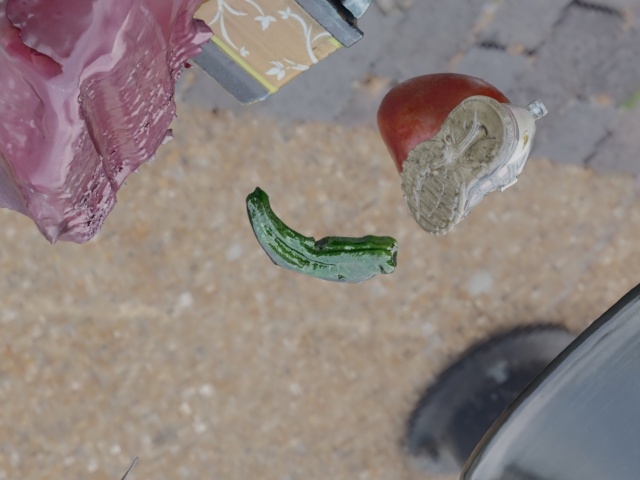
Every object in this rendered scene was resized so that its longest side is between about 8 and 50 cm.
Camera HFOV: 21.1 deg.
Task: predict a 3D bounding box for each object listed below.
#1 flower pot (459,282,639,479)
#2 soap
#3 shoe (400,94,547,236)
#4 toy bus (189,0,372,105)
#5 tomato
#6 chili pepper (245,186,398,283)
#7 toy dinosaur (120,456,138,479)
[{"bbox_3d":[0.208,0.110,0.936,0.235,0.148,0.235,-36,160,-15],"label":"flower pot"},{"bbox_3d":[-0.183,-0.126,1.273,0.220,0.127,0.325,-58,176,-13],"label":"soap"},{"bbox_3d":[0.156,-0.084,1.744,0.092,0.089,0.180,-20,156,-43],"label":"shoe"},{"bbox_3d":[-0.065,-0.321,1.892,0.194,0.323,0.162,-33,127,26],"label":"toy bus"},{"bbox_3d":[0.158,-0.132,2.140,0.174,0.166,0.082,-24,-177,21],"label":"tomato"},{"bbox_3d":[-0.004,0.004,1.910,0.182,0.050,0.073,19,126,-5],"label":"chili pepper"},{"bbox_3d":[-0.247,0.356,2.139,0.108,0.032,0.220,-49,155,-60],"label":"toy dinosaur"}]
